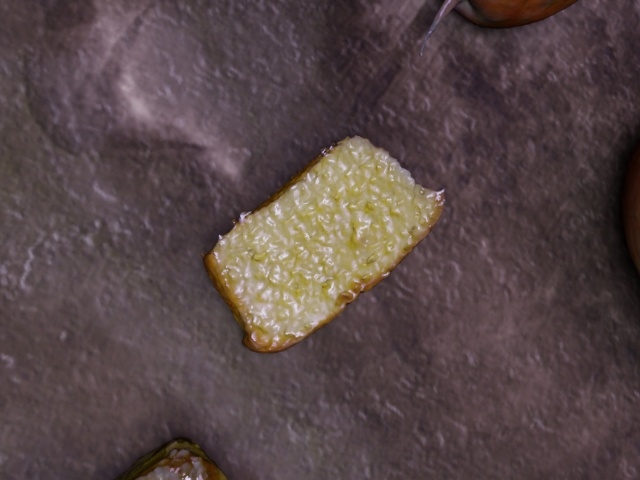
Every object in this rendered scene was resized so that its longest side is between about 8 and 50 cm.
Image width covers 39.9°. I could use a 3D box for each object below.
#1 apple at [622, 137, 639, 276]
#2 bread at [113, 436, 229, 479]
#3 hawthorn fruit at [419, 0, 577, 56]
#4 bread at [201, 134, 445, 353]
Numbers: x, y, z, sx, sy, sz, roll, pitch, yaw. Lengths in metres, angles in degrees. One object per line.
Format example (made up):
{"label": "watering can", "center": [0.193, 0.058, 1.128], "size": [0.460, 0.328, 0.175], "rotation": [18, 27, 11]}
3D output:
{"label": "apple", "center": [0.406, -0.018, 0.638], "size": [0.338, 0.338, 0.305], "rotation": [-38, 93, -21]}
{"label": "bread", "center": [-0.083, 0.262, 0.543], "size": [0.184, 0.110, 0.234], "rotation": [-36, 91, -18]}
{"label": "hawthorn fruit", "center": [0.143, -0.242, 0.707], "size": [0.189, 0.149, 0.149], "rotation": [-23, 87, 9]}
{"label": "bread", "center": [0.000, 0.000, 0.641], "size": [0.187, 0.065, 0.103], "rotation": [-42, 93, -19]}
